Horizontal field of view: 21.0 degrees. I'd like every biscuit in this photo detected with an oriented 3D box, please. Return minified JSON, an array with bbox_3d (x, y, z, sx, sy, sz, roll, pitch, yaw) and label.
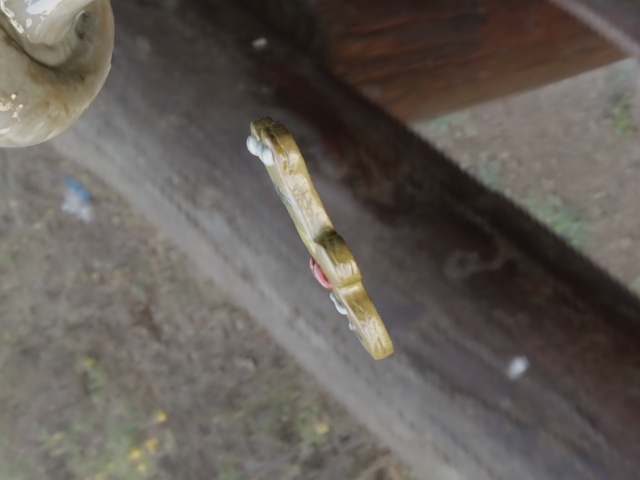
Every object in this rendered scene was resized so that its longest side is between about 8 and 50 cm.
[{"bbox_3d":[-0.002,0.001,1.527,0.240,0.035,0.158,63,178,-6],"label":"biscuit"}]

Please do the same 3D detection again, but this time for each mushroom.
[{"bbox_3d":[-0.304,-0.245,1.732,0.290,0.297,0.297,-14,95,34],"label":"mushroom"}]
